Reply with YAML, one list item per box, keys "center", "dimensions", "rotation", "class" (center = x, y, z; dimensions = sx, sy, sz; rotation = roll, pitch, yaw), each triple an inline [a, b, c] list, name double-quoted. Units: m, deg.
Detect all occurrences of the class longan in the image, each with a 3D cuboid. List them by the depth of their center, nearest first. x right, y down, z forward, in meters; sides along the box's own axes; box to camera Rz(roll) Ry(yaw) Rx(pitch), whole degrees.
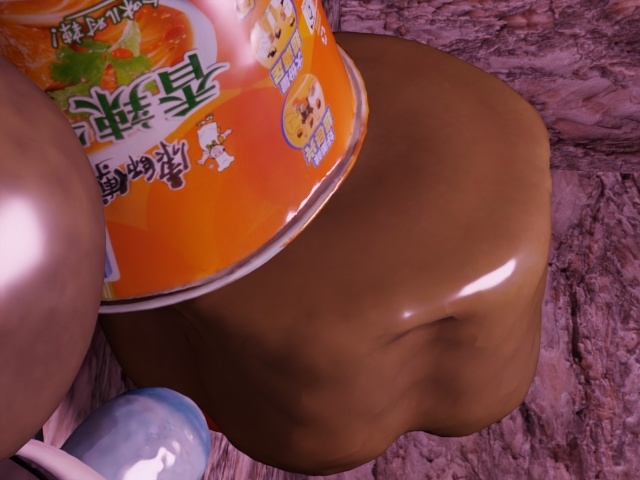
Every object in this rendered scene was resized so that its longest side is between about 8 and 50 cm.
- center: [-0.181, -0.001, 0.400]
  dimensions: [0.212, 0.198, 0.198]
  rotation: [54, -23, 41]
  class: "longan"

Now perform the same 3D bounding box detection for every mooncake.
- center: [0.000, 0.000, 0.980]
  dimensions: [0.467, 0.466, 0.262]
  rotation: [-80, 172, -47]
  class: "mooncake"

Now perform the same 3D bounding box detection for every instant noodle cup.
- center: [-0.127, -0.135, 0.596]
  dimensions: [0.214, 0.296, 0.296]
  rotation: [74, 19, -45]
  class: "instant noodle cup"

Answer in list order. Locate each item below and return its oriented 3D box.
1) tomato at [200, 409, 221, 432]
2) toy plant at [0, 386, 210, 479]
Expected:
- center: [-0.068, 0.117, 1.219]
  dimensions: [0.180, 0.259, 0.260]
  rotation: [43, 35, -27]
  class: "tomato"
- center: [-0.166, 0.193, 0.596]
  dimensions: [0.332, 0.247, 0.247]
  rotation: [-26, 119, -85]
  class: "toy plant"
